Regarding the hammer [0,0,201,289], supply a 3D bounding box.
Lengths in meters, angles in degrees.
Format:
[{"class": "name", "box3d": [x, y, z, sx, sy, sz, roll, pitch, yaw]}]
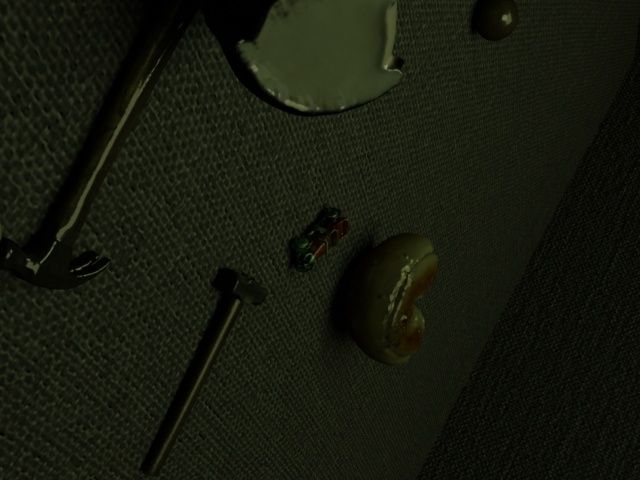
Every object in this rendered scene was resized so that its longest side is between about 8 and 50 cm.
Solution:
[{"class": "hammer", "box3d": [-0.246, -0.145, 1.006, 0.440, 0.044, 0.168, -65, 153, -6]}]

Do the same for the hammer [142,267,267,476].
[{"class": "hammer", "box3d": [-0.201, 0.222, 1.375, 0.366, 0.043, 0.111, -64, 154, -5]}]

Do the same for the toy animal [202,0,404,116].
[{"class": "toy animal", "box3d": [-0.031, -0.322, 0.992, 0.250, 0.310, 0.251, -12, 138, -11]}]

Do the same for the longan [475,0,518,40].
[{"class": "longan", "box3d": [0.405, -0.516, 1.912, 0.119, 0.106, 0.106, -124, -133, -70]}]

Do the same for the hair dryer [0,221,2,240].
[{"class": "hair dryer", "box3d": [-0.411, -0.027, 0.748, 0.296, 0.118, 0.299, -10, 105, -67]}]

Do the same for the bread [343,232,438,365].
[{"class": "bread", "box3d": [0.134, 0.146, 1.802, 0.192, 0.171, 0.314, -31, 134, -46]}]

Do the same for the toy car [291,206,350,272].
[{"class": "toy car", "box3d": [0.000, 0.000, 1.570, 0.143, 0.054, 0.073, -46, 145, -40]}]
